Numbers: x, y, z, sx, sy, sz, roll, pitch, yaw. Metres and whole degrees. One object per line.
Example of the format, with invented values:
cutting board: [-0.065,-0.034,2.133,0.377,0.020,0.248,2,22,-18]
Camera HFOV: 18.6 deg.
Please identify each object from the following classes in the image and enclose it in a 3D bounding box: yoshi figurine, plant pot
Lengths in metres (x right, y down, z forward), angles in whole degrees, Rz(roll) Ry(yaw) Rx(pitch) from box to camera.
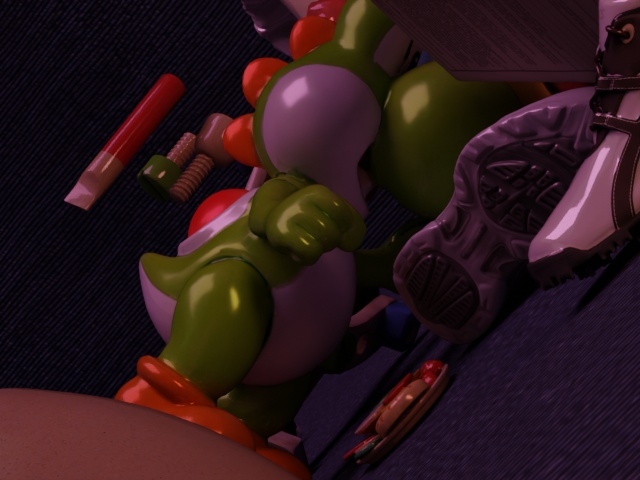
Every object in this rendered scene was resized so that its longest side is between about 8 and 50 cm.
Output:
yoshi figurine: [0.021,0.005,1.291,0.203,0.203,0.362,-3,61,66]
plant pot: [-0.150,0.192,1.053,0.284,0.191,0.284,-48,0,0]

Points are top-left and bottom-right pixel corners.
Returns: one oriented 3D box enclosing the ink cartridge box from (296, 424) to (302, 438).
ink cartridge box: [-0.159,0.263,1.912,0.197,0.114,0.273,-48,-1,-37]

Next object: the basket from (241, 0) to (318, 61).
basket: [0.124,-0.202,1.719,0.266,0.331,0.328,-45,-1,-2]

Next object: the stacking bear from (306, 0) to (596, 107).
stacking bear: [0.160,-0.148,1.397,0.289,0.164,0.175,-11,17,46]

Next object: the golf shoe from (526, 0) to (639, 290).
golf shoe: [0.153,-0.067,0.938,0.198,0.094,0.077,-49,1,1]

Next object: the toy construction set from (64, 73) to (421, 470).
toy construction set: [-0.067,0.044,1.530,0.237,0.309,0.257,-53,-6,-25]

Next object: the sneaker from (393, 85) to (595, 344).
sneaker: [0.130,-0.035,1.178,0.115,0.090,0.232,-43,-2,-38]

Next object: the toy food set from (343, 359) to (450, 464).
toy food set: [0.046,0.103,1.171,0.082,0.020,0.083,-48,0,35]

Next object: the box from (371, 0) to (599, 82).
box: [0.129,-0.177,1.104,0.121,0.148,0.311,-51,20,-9]
